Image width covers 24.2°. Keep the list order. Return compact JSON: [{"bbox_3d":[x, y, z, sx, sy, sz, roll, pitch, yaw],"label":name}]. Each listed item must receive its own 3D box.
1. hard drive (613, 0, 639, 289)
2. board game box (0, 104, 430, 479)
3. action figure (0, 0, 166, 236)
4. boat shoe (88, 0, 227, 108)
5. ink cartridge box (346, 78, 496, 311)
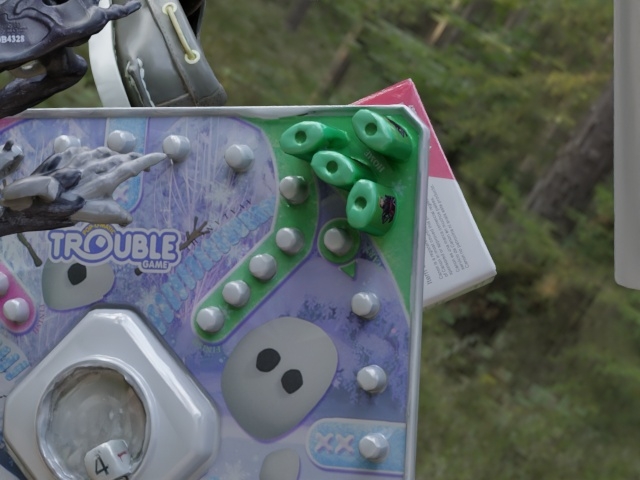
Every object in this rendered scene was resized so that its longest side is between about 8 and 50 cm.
[{"bbox_3d":[0.270,-0.100,0.854,0.203,0.308,0.040,9,32,25],"label":"hard drive"},{"bbox_3d":[-0.135,0.111,0.894,0.389,0.390,0.050,1,-4,22],"label":"board game box"},{"bbox_3d":[-0.157,-0.066,0.730,0.141,0.276,0.164,-19,72,-34],"label":"action figure"},{"bbox_3d":[-0.133,-0.191,1.202,0.305,0.091,0.109,-102,173,-45],"label":"boat shoe"},{"bbox_3d":[0.000,0.000,1.212,0.100,0.237,0.172,52,14,-83],"label":"ink cartridge box"}]
